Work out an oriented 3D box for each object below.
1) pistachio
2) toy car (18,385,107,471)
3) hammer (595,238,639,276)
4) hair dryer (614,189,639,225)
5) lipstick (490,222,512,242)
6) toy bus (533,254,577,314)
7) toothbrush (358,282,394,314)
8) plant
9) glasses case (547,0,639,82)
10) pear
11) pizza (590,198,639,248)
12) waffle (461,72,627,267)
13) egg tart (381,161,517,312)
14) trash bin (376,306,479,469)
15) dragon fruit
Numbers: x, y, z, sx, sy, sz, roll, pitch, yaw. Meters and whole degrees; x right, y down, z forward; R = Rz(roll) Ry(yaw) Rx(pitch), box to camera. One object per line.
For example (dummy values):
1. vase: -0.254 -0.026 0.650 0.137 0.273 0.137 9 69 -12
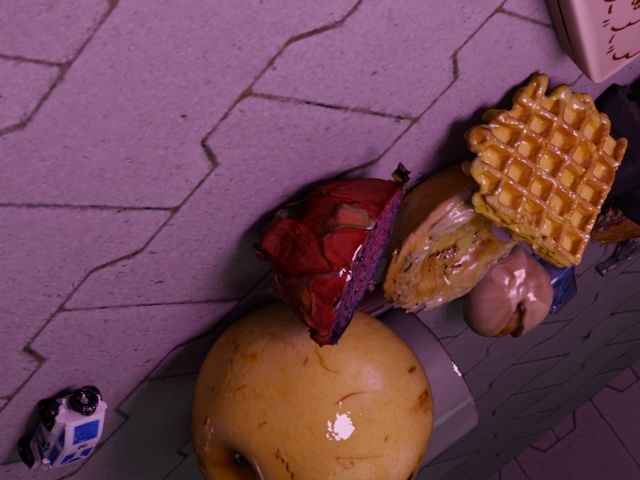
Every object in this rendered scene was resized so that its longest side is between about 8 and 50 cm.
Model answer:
1. pistachio: 0.328 0.100 2.107 0.157 0.157 0.229 -27 163 -17
2. toy car: -0.338 0.255 1.578 0.080 0.070 0.171 -13 151 -41
3. hammer: 0.642 -0.004 2.467 0.103 0.029 0.246 -29 156 -10
4. hair dryer: 0.566 -0.094 1.909 0.320 0.155 0.284 87 21 -61
5. lipstick: 0.290 -0.043 1.604 0.130 0.038 0.038 -31 159 -26
6. toy bus: 0.448 0.077 2.309 0.094 0.079 0.236 -49 159 -4
7. toothbrush: 0.122 0.077 1.894 0.364 0.041 0.041 -25 157 -21
8. plant: 0.472 -0.151 1.773 0.256 0.142 0.164 -39 157 24
9. glasses case: 0.333 -0.300 1.350 0.144 0.076 0.336 -36 158 7
10. pear: -0.015 0.248 1.653 0.348 0.348 0.348 -29 158 -13
11. pizza: 0.577 -0.045 2.247 0.147 0.069 0.226 -20 162 28
12. waffle: 0.285 -0.112 1.549 0.057 0.219 0.229 -5 -123 63
13. egg tart: 0.187 -0.019 1.676 0.288 0.118 0.288 -28 157 -13
14. trash bin: 0.020 0.323 1.956 0.432 0.280 0.280 -32 158 -14
15. dragon fruit: -0.002 0.004 1.468 0.218 0.148 0.224 -56 165 -40
